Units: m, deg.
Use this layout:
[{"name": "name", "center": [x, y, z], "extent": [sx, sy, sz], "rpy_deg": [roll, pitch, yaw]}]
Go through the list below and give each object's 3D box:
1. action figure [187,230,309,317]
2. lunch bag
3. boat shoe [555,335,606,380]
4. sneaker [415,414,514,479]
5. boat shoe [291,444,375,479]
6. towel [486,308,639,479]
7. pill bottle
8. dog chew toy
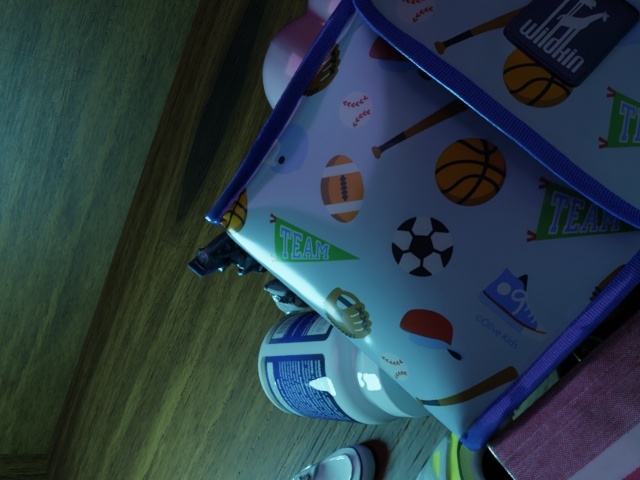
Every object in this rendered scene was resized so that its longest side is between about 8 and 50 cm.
[{"name": "action figure", "center": [0.000, 0.000, 0.821], "extent": [0.178, 0.341, 0.330], "rpy_deg": [45, 129, 15]}, {"name": "lunch bag", "center": [0.139, -0.076, 0.519], "extent": [0.328, 0.239, 0.385], "rpy_deg": [41, 108, 11]}, {"name": "boat shoe", "center": [0.252, 0.170, 0.525], "extent": [0.064, 0.060, 0.178], "rpy_deg": [-41, 47, 43]}, {"name": "sneaker", "center": [0.201, 0.292, 0.468], "extent": [0.384, 0.145, 0.147], "rpy_deg": [42, 125, 54]}, {"name": "boat shoe", "center": [-0.008, 0.372, 0.846], "extent": [0.226, 0.076, 0.083], "rpy_deg": [-55, 38, 31]}, {"name": "towel", "center": [0.298, 0.191, 0.365], "extent": [0.237, 0.037, 0.329], "rpy_deg": [-46, 53, 12]}, {"name": "pill bottle", "center": [0.041, 0.162, 0.774], "extent": [0.264, 0.153, 0.153], "rpy_deg": [-18, 64, 55]}, {"name": "dog chew toy", "center": [0.054, -0.321, 0.902], "extent": [0.332, 0.206, 0.206], "rpy_deg": [-55, 37, 17]}]
